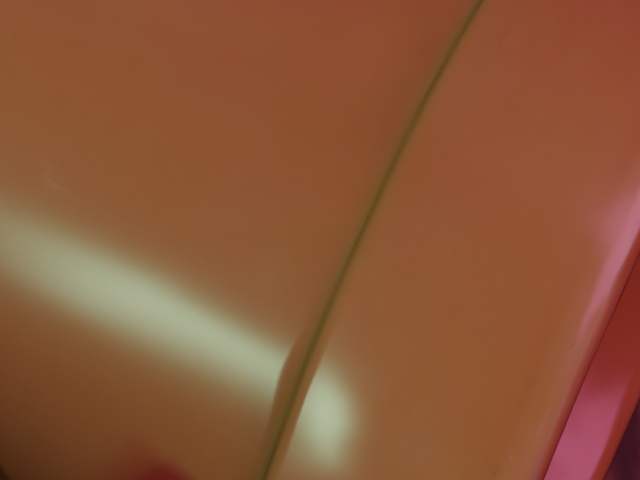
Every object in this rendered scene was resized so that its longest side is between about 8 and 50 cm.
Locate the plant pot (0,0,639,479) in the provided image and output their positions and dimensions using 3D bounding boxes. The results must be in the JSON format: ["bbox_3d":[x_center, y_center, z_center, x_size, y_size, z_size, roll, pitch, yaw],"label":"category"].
[{"bbox_3d":[0.000,0.000,0.591,0.203,0.291,0.291,24,61,13],"label":"plant pot"}]
